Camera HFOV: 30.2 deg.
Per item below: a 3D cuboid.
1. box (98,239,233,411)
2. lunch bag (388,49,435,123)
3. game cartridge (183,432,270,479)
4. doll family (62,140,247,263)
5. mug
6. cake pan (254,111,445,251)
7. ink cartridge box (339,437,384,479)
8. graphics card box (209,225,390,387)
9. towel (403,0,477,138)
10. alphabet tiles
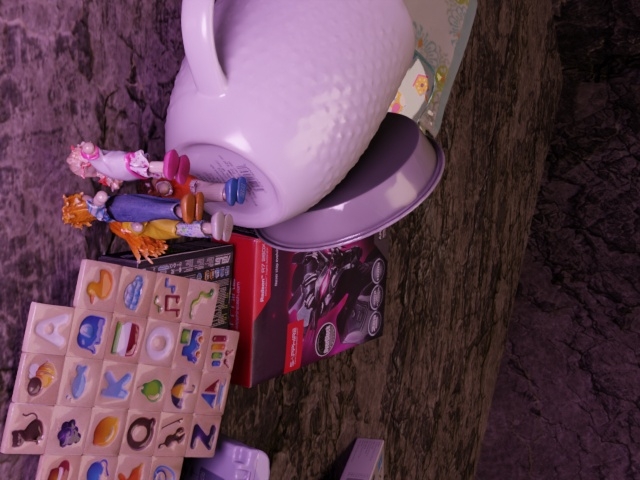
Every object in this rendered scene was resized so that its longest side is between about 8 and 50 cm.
[{"bbox_3d":[-0.206,0.117,1.575,0.270,0.060,0.216,-12,109,-68],"label":"box"},{"bbox_3d":[0.045,-0.221,1.900,0.224,0.108,0.279,35,84,-37],"label":"lunch bag"},{"bbox_3d":[-0.150,0.422,1.652,0.198,0.062,0.297,-178,-81,-68],"label":"game cartridge"},{"bbox_3d":[-0.207,-0.036,1.380,0.263,0.163,0.118,23,71,-69],"label":"doll family"},{"bbox_3d":[-0.072,-0.222,1.541,0.328,0.276,0.374,-63,144,-32],"label":"mug"},{"bbox_3d":[0.031,-0.093,1.687,0.054,0.293,0.293,65,35,-30],"label":"cake pan"},{"bbox_3d":[0.074,0.569,2.363,0.296,0.066,0.261,-49,142,-73],"label":"ink cartridge box"},{"bbox_3d":[-0.027,0.074,1.868,0.371,0.094,0.232,-14,110,-54],"label":"graphics card box"},{"bbox_3d":[0.135,-0.393,2.108,0.320,0.090,0.374,40,56,-38],"label":"towel"},{"bbox_3d":[-0.231,0.177,1.440,0.343,0.011,0.285,14,87,-51],"label":"alphabet tiles"}]
